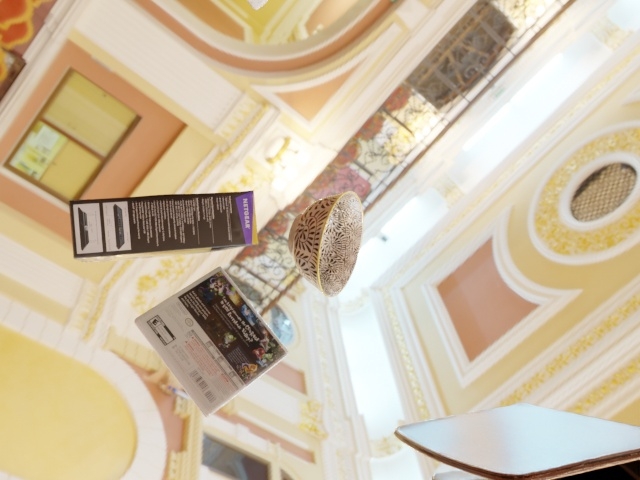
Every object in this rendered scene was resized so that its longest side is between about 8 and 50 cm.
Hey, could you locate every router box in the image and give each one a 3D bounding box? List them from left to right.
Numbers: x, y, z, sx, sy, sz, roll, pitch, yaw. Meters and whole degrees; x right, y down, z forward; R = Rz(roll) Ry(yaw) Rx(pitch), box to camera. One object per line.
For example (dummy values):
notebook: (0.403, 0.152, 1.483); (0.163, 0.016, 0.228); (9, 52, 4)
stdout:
router box: (-0.247, -0.016, 0.981); (0.309, 0.243, 0.081); (171, -86, -73)

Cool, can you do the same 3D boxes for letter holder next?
letter holder: (0.224, 0.284, 0.696); (0.302, 0.215, 0.151); (150, -65, -74)

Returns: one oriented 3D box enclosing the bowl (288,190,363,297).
bowl: (0.000, 0.000, 1.008); (0.080, 0.170, 0.170); (12, -116, 24)

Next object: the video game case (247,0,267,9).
video game case: (-0.135, -0.379, 0.755); (0.023, 0.201, 0.183); (-34, -151, 11)

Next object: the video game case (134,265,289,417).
video game case: (-0.172, 0.157, 1.022); (0.173, 0.190, 0.022); (-34, 170, -34)
